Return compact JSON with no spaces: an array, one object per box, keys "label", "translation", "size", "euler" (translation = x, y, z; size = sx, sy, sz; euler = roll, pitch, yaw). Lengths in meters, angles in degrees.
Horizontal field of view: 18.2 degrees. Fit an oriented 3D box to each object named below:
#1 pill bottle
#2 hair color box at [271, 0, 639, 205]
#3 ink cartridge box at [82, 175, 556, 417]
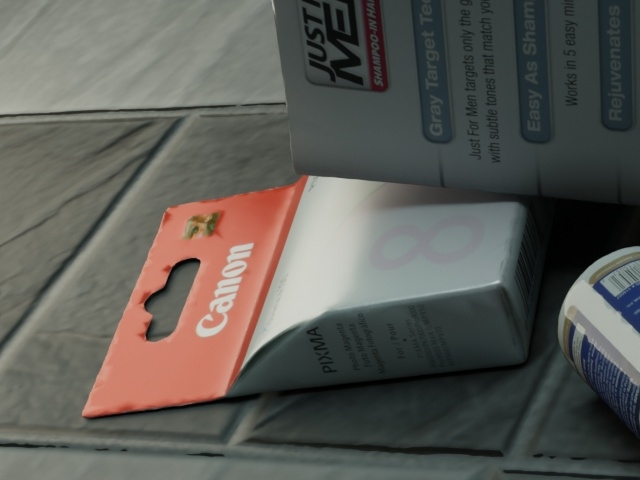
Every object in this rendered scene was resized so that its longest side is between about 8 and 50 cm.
[{"label":"pill bottle","translation":[0.152,0.056,0.820],"size":[0.067,0.067,0.120],"euler":[-25,32,-8]},{"label":"hair color box","translation":[0.167,-0.116,0.897],"size":[0.374,0.185,0.113],"euler":[6,39,17]},{"label":"ink cartridge box","translation":[0.000,0.000,1.008],"size":[0.232,0.066,0.189],"euler":[-5,35,17]}]
